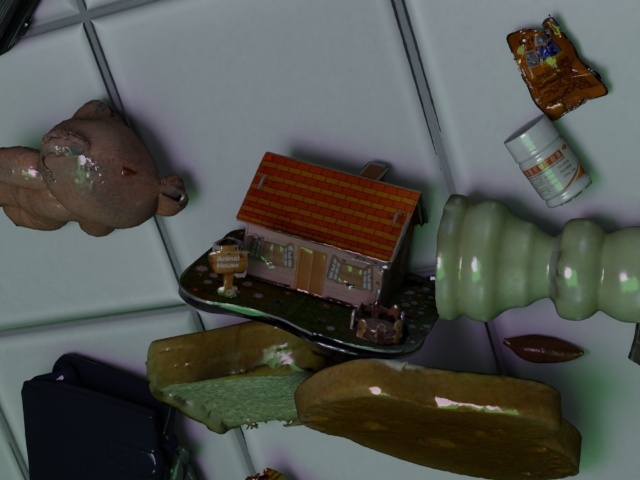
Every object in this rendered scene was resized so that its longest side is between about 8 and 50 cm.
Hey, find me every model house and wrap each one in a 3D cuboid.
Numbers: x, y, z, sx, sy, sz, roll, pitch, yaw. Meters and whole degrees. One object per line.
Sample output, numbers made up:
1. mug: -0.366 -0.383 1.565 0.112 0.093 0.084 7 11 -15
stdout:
1. model house: 0.001 0.000 1.357 0.294 0.207 0.154 15 115 17

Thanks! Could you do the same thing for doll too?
1. doll: -0.318 -0.092 1.516 0.303 0.156 0.201 -3 155 45

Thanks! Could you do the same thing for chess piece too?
1. chess piece: 0.259 0.030 1.300 0.251 0.144 0.144 6 115 17

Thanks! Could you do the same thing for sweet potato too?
1. sweet potato: 0.259 0.128 1.402 0.095 0.034 0.034 9 116 21

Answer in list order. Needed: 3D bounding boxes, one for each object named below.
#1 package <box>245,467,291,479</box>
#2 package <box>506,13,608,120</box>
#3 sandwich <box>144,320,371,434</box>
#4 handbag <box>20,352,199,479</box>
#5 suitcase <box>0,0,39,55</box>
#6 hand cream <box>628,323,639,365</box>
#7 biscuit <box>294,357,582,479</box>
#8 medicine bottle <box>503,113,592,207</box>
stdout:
1. package: -0.005 0.433 1.624 0.288 0.108 0.223 28 117 1
2. package: 0.245 -0.181 1.262 0.077 0.033 0.111 -28 105 22
3. sandwich: -0.069 0.164 1.480 0.251 0.226 0.087 -14 63 27
4. handbag: -0.281 0.335 1.693 0.269 0.118 0.326 15 120 25
5. suitcase: -0.406 -0.363 1.412 0.202 0.128 0.312 42 124 1
6. hand cream: 0.423 0.138 1.331 0.163 0.039 0.062 16 135 19
7. biscuit: 0.154 0.197 1.352 0.344 0.057 0.287 20 154 -22
8. medicine bottle: 0.244 -0.085 1.294 0.057 0.057 0.089 -32 97 32
